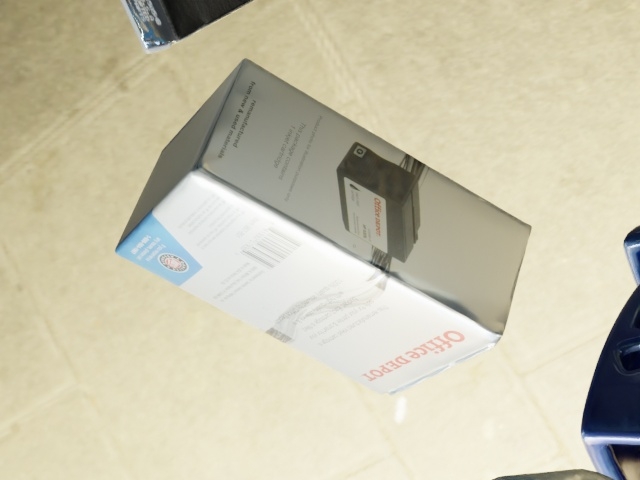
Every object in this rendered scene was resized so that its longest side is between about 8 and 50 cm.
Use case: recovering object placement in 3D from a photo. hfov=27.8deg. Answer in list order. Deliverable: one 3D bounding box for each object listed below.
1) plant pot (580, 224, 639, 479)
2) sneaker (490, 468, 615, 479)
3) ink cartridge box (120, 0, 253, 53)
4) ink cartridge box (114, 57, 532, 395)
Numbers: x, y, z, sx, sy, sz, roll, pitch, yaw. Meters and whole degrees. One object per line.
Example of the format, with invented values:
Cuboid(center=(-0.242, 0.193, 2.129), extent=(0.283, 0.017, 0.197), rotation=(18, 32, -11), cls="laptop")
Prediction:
Cuboid(center=(0.343, 0.108, 0.970), extent=(0.236, 0.212, 0.236), rotation=(-4, 144, 26), cls="plant pot")
Cuboid(center=(0.159, 0.208, 0.769), extent=(0.080, 0.212, 0.094), rotation=(-15, 50, 23), cls="sneaker")
Cuboid(center=(-0.092, -0.360, 1.104), extent=(0.072, 0.307, 0.303), rotation=(-3, 118, 51), cls="ink cartridge box")
Cuboid(center=(0.000, 0.000, 1.181), extent=(0.307, 0.129, 0.223), rotation=(29, 150, -15), cls="ink cartridge box")
